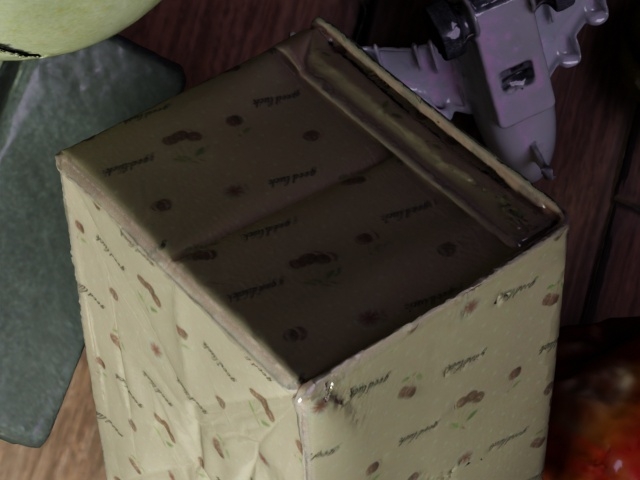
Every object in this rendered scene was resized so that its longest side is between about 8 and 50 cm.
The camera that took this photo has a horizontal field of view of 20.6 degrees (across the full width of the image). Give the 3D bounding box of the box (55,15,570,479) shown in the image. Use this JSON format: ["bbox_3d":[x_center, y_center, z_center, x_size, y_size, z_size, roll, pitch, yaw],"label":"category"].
[{"bbox_3d":[-0.003,0.075,0.997,0.190,0.225,0.297,-30,141,-24],"label":"box"}]

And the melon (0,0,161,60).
[{"bbox_3d":[-0.169,-0.222,0.883,0.269,0.330,0.268,-1,78,6],"label":"melon"}]

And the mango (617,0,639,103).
[{"bbox_3d":[0.369,-0.105,1.350,0.329,0.175,0.176,31,44,-12],"label":"mango"}]

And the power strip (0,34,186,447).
[{"bbox_3d":[-0.174,-0.005,1.035,0.105,0.070,0.256,26,78,-31],"label":"power strip"}]

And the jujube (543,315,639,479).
[{"bbox_3d":[0.242,0.242,1.230,0.276,0.276,0.377,-32,113,-28],"label":"jujube"}]

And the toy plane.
[{"bbox_3d":[0.117,-0.133,1.185,0.251,0.101,0.255,-24,124,-4],"label":"toy plane"}]
